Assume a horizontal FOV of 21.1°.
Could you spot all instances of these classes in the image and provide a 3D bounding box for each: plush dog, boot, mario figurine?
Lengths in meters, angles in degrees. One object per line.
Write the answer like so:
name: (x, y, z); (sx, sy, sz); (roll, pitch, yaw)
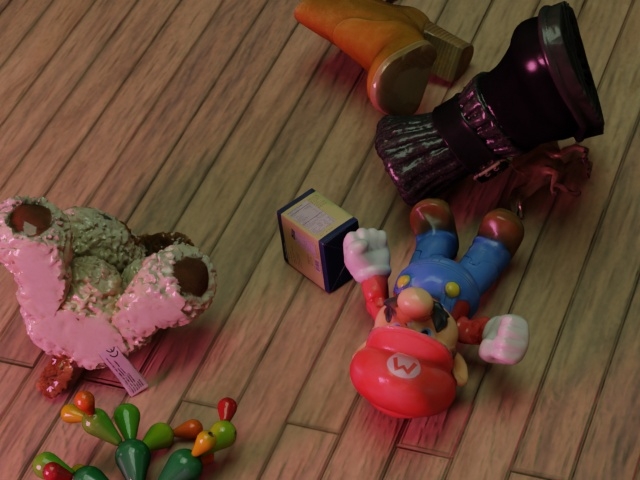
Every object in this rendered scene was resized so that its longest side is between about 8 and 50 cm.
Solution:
plush dog: (-0.263, 0.042, 1.958); (0.262, 0.210, 0.225); (18, 27, -12)
boot: (0.182, -0.142, 1.941); (0.260, 0.348, 0.131); (-16, 76, 8)
mario figurine: (0.125, 0.054, 1.850); (0.198, 0.170, 0.320); (-26, 23, 35)
boot: (0.052, -0.249, 2.182); (0.211, 0.104, 0.295); (26, 23, 18)

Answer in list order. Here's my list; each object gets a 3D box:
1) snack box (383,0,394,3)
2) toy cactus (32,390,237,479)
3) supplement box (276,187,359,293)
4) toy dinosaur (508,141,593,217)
snack box: (0.071, -0.346, 2.367); (0.178, 0.064, 0.022); (-36, 47, -26)
toy cactus: (-0.188, 0.238, 1.773); (0.219, 0.112, 0.180); (-4, 52, -8)
supplement box: (0.000, 0.000, 1.996); (0.056, 0.083, 0.083); (-34, 49, -25)
toy dinosaur: (0.280, -0.100, 2.080); (0.093, 0.053, 0.183); (9, 46, 20)
